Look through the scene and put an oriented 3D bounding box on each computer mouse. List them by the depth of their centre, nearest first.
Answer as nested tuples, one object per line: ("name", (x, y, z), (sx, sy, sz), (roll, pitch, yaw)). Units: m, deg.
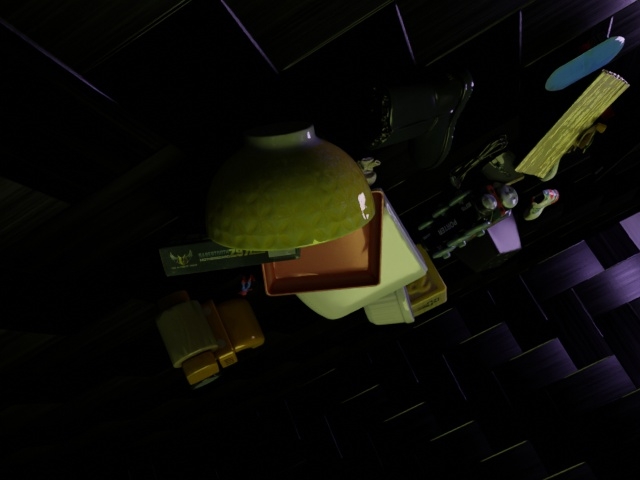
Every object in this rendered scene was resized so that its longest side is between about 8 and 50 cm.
("computer mouse", (0.455, -0.179, 1.476), (0.184, 0.060, 0.262), (-35, 156, 21))

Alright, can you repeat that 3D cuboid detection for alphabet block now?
("alphabet block", (0.314, 0.152, 1.904), (0.193, 0.192, 0.197), (-29, 157, 3))

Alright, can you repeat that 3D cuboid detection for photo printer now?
("photo printer", (0.066, 0.046, 1.299), (0.307, 0.107, 0.256), (-28, 124, 12))

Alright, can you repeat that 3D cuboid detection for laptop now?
("laptop", (0.888, -0.310, 1.531), (0.264, 0.137, 0.234), (-18, 158, -24))

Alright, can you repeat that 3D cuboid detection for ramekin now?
("ramekin", (0.181, 0.124, 1.616), (0.127, 0.273, 0.273), (-16, 160, 9))

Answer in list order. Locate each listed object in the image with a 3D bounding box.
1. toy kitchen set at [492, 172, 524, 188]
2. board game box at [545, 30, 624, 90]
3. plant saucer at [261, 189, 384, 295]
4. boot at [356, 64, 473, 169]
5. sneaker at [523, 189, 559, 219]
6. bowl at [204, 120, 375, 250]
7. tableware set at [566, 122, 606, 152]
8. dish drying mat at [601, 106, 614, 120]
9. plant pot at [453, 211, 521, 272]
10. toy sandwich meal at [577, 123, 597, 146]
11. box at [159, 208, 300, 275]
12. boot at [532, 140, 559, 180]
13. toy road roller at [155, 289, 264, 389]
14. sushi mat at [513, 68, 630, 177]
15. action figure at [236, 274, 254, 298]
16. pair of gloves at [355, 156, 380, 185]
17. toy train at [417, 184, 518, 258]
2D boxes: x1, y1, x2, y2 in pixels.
("toy kitchen set", (0.568, -0.157, 1.635), (0.075, 0.068, 0.083), (-25, 159, -2))
("board game box", (0.551, -0.383, 1.158), (0.168, 0.033, 0.133), (-29, 164, 22))
("plant saucer", (0.000, 0.000, 1.158), (0.259, 0.048, 0.258), (-5, 129, -2))
("boot", (0.157, -0.210, 1.031), (0.207, 0.094, 0.246), (-20, 151, -23))
("sneaker", (0.765, -0.131, 1.945), (0.075, 0.057, 0.161), (6, 147, -25))
("bowl", (-0.058, -0.109, 0.906), (0.289, 0.289, 0.156), (-16, 113, -23))
("tableware set", (0.714, -0.281, 1.466), (0.104, 0.024, 0.154), (-60, 179, -1))
("dish drying mat", (0.796, -0.353, 1.519), (0.032, 0.008, 0.083), (-38, 156, 26))
("plant pot", (0.564, 0.000, 1.859), (0.188, 0.167, 0.187), (-11, 155, -34))
("toy sandwich meal", (0.755, -0.302, 1.555), (0.085, 0.029, 0.085), (-31, 153, -18))
("box", (-0.151, -0.013, 0.982), (0.232, 0.059, 0.183), (-7, -158, 2))
("boot", (0.630, -0.230, 1.555), (0.086, 0.069, 0.190), (-17, 148, -8))
("toy road roller", (-0.281, 0.241, 1.449), (0.240, 0.202, 0.329), (-24, 163, -14))
("sushi mat", (0.640, -0.288, 1.397), (0.151, 0.019, 0.316), (3, 136, -37))
("action figure", (-0.209, 0.133, 1.512), (0.038, 0.030, 0.115), (-20, 160, -28))
("pair of gloves", (0.010, -0.109, 1.180), (0.240, 0.042, 0.204), (-3, 149, -45))
("toy train", (0.423, -0.061, 1.590), (0.190, 0.142, 0.334), (-21, 167, -27))
